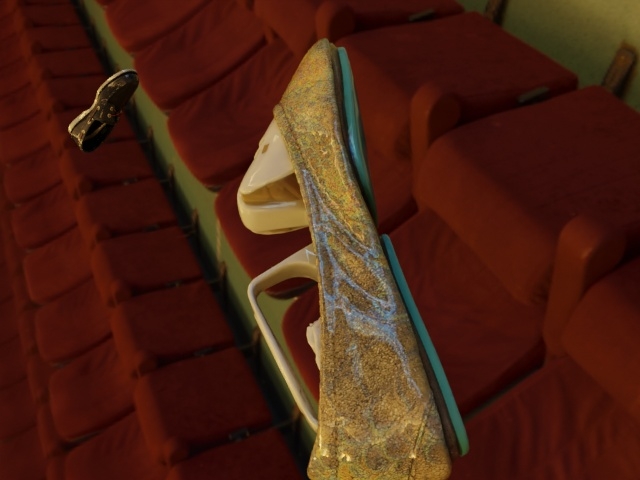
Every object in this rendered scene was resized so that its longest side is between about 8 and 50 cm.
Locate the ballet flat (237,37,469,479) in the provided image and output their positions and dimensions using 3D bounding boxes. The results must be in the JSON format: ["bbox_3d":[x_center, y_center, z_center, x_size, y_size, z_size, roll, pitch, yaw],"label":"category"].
[{"bbox_3d":[0.000,0.000,0.471,0.123,0.123,0.348,114,147,-58],"label":"ballet flat"}]

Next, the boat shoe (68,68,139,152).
[{"bbox_3d":[-0.280,-0.170,0.883,0.133,0.049,0.042,-42,72,21],"label":"boat shoe"}]
